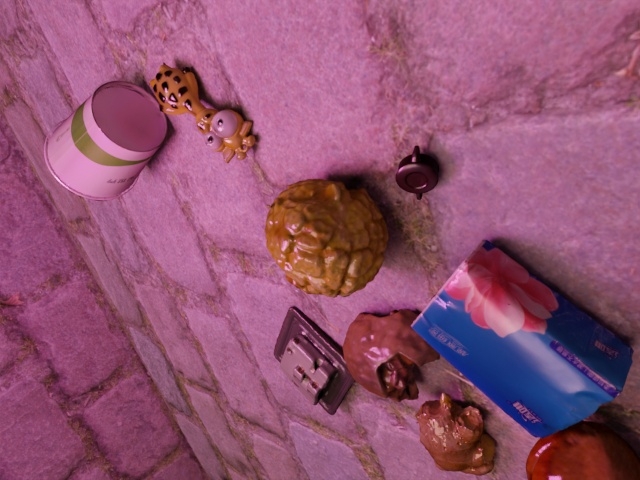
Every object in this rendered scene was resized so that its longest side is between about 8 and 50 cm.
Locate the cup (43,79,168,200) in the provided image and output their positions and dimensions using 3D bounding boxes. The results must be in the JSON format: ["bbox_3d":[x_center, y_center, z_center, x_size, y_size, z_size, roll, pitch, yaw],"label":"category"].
[{"bbox_3d":[-0.543,-0.261,1.209,0.274,0.253,0.253,-21,103,44],"label":"cup"}]

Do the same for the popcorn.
[{"bbox_3d":[0.000,0.000,0.882,0.237,0.206,0.251,38,154,-4],"label":"popcorn"}]

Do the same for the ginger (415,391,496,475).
[{"bbox_3d":[0.277,0.408,0.980,0.157,0.102,0.216,-1,118,38],"label":"ginger"}]

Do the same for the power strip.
[{"bbox_3d":[-0.037,0.341,1.261,0.257,0.092,0.251,41,144,22],"label":"power strip"}]

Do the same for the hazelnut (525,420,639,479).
[{"bbox_3d":[0.432,0.375,0.758,0.182,0.182,0.182,26,135,30],"label":"hazelnut"}]

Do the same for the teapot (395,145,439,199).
[{"bbox_3d":[0.158,-0.108,0.753,0.068,0.045,0.100,4,141,19],"label":"teapot"}]

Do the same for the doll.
[{"bbox_3d":[-0.263,-0.281,1.020,0.291,0.086,0.117,42,111,12],"label":"doll"}]

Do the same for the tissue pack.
[{"bbox_3d":[0.299,0.160,0.738,0.269,0.137,0.209,41,142,14],"label":"tissue pack"}]

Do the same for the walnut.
[{"bbox_3d":[0.126,0.243,0.982,0.204,0.141,0.238,36,137,27],"label":"walnut"}]
